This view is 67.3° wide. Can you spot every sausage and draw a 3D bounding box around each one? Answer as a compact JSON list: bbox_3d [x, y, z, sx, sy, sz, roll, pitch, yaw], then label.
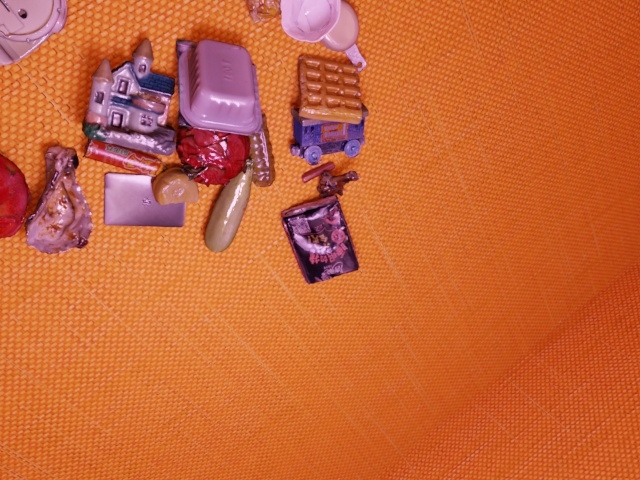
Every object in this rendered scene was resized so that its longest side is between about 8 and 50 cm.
[{"bbox_3d":[-0.627,-0.266,1.574,0.264,0.083,0.083,16,104,-29],"label":"sausage"},{"bbox_3d":[-0.008,-0.266,1.870,0.147,0.035,0.030,-28,146,-14],"label":"sausage"}]

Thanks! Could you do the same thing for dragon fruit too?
[{"bbox_3d":[-0.996,-0.119,1.359,0.296,0.301,0.295,-5,129,-6],"label":"dragon fruit"},{"bbox_3d":[-0.346,-0.322,1.577,0.244,0.244,0.298,11,94,-27],"label":"dragon fruit"}]

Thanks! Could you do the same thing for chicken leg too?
[{"bbox_3d":[0.060,-0.225,1.847,0.125,0.196,0.080,9,67,-18],"label":"chicken leg"}]

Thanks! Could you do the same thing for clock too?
[{"bbox_3d":[-0.835,-0.660,1.296,0.324,0.108,0.265,-37,120,-6],"label":"clock"}]

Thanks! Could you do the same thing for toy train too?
[{"bbox_3d":[0.029,-0.400,1.761,0.300,0.131,0.202,-14,129,-22],"label":"toy train"}]

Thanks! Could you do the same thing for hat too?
[{"bbox_3d":[-0.024,-0.744,1.568,0.203,0.126,0.203,3,108,9],"label":"hat"}]

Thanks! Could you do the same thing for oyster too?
[{"bbox_3d":[-0.823,-0.125,1.499,0.198,0.133,0.337,-10,113,-53],"label":"oyster"}]

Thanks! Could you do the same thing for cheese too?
[{"bbox_3d":[0.097,-0.731,1.701,0.249,0.071,0.163,28,99,-30],"label":"cheese"}]

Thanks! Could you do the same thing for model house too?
[{"bbox_3d":[-0.558,-0.452,1.464,0.267,0.194,0.324,10,103,-27],"label":"model house"}]

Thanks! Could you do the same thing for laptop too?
[{"bbox_3d":[-0.604,-0.136,1.669,0.269,0.015,0.187,1,111,-24],"label":"laptop"}]

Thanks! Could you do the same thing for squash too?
[{"bbox_3d":[-0.325,-0.127,1.735,0.118,0.118,0.370,16,105,-28],"label":"squash"}]

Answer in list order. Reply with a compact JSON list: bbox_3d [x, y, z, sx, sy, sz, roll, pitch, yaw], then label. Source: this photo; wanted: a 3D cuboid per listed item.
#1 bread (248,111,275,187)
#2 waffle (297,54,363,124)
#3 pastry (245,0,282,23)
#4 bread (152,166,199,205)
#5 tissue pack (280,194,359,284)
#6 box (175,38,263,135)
[{"bbox_3d":[-0.220,-0.317,1.724,0.087,0.098,0.269,1,116,18],"label":"bread"},{"bbox_3d":[0.030,-0.522,1.674,0.221,0.247,0.055,5,154,-14],"label":"waffle"},{"bbox_3d":[-0.199,-0.828,1.512,0.154,0.102,0.250,-27,121,-15],"label":"pastry"},{"bbox_3d":[-0.487,-0.182,1.634,0.156,0.086,0.125,-4,119,-40],"label":"bread"},{"bbox_3d":[0.000,0.000,1.918,0.245,0.123,0.332,-17,116,7],"label":"tissue pack"},{"bbox_3d":[-0.302,-0.497,1.487,0.264,0.336,0.106,2,153,-24],"label":"box"}]
